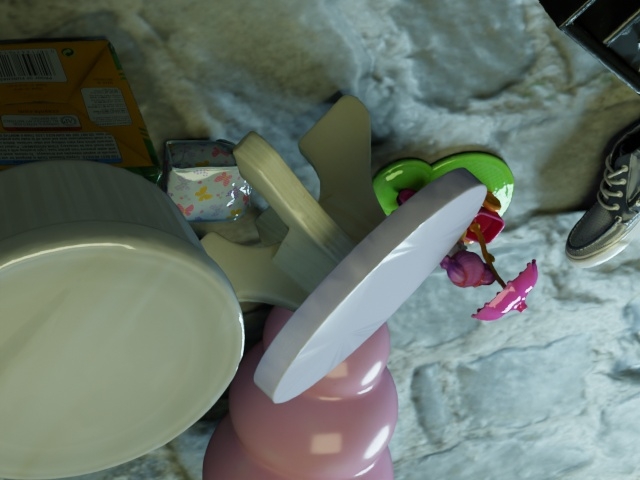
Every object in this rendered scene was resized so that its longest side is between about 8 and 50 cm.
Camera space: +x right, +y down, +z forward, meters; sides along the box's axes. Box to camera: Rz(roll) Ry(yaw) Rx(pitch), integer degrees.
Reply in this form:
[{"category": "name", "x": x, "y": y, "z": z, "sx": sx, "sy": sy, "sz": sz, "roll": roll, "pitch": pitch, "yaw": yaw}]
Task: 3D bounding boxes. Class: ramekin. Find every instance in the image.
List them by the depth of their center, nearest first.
[{"category": "ramekin", "x": -0.204, "y": 0.055, "z": 1.332, "sx": 0.273, "sy": 0.127, "sz": 0.273, "roll": -13, "pitch": 138, "yaw": -12}]

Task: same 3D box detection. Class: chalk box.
[{"category": "chalk box", "x": -0.263, "y": -0.006, "z": 1.469, "sx": 0.180, "sy": 0.179, "sz": 0.289, "roll": -4, "pitch": 134, "yaw": -22}]

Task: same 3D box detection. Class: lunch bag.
[{"category": "lunch bag", "x": -0.105, "y": -0.055, "z": 1.592, "sx": 0.083, "sy": 0.053, "sz": 0.071, "roll": -1, "pitch": 132, "yaw": -12}]

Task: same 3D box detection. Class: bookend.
[{"category": "bookend", "x": 0.304, "y": -0.236, "z": 1.592, "sx": 0.156, "sy": 0.072, "sz": 0.157, "roll": -42, "pitch": 136, "yaw": 17}]

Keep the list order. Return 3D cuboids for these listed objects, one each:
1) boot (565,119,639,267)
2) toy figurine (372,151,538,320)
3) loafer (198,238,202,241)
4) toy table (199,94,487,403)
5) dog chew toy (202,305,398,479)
[{"category": "boot", "x": 0.315, "y": -0.059, "z": 1.791, "sx": 0.190, "sy": 0.069, "sz": 0.086, "roll": -45, "pitch": 128, "yaw": 9}, {"category": "toy figurine", "x": 0.146, "y": 0.006, "z": 1.696, "sx": 0.173, "sy": 0.159, "sz": 0.130, "roll": 15, "pitch": 124, "yaw": -36}, {"category": "loafer", "x": -0.144, "y": 0.096, "z": 1.707, "sx": 0.076, "sy": 0.078, "sz": 0.223, "roll": -4, "pitch": 134, "yaw": -22}, {"category": "toy table", "x": 0.000, "y": 0.000, "z": 1.566, "sx": 0.274, "sy": 0.161, "sz": 0.252, "roll": -42, "pitch": 163, "yaw": -22}, {"category": "dog chew toy", "x": -0.011, "y": 0.184, "z": 1.785, "sx": 0.207, "sy": 0.206, "sz": 0.331, "roll": -4, "pitch": 126, "yaw": -22}]
